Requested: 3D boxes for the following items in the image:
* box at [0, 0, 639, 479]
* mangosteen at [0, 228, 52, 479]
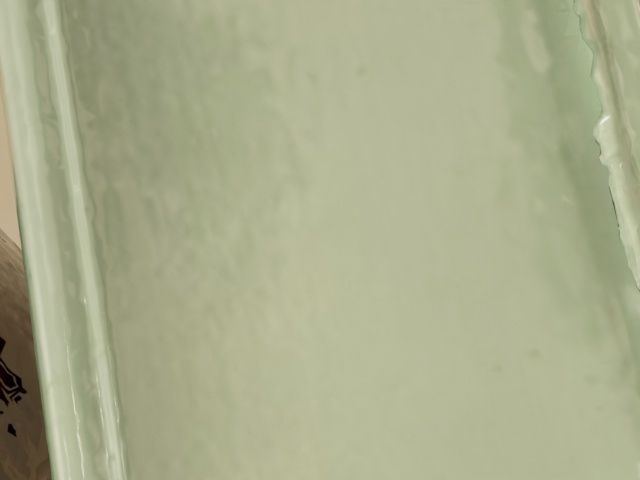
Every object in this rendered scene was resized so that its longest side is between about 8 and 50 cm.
[{"bbox_3d":[0.000,0.000,0.565,0.175,0.183,0.311,105,156,-67],"label":"box"},{"bbox_3d":[-0.219,0.109,0.746,0.293,0.297,0.297,19,103,32],"label":"mangosteen"}]
